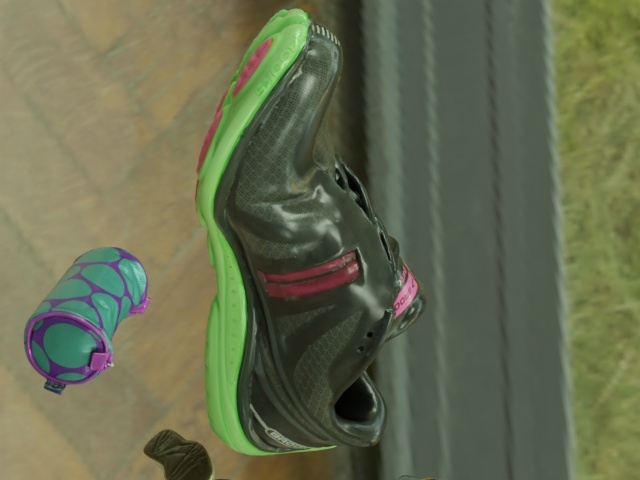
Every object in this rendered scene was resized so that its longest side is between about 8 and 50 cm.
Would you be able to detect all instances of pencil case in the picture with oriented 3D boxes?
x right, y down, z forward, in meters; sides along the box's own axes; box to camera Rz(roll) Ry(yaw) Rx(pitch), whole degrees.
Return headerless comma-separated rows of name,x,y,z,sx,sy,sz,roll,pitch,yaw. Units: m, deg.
pencil case,-0.174,0.056,1.341,0.070,0.064,0.151,32,21,-5

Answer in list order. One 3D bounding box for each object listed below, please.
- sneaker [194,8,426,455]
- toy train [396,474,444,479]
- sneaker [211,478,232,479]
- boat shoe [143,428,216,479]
sneaker,0.000,0.000,1.602,0.185,0.202,0.483,-72,166,-48
toy train,0.167,0.177,0.705,0.334,0.190,0.142,17,82,-22
sneaker,-0.018,0.180,0.950,0.222,0.083,0.118,-4,91,-54
boat shoe,-0.130,0.226,1.760,0.050,0.135,0.045,-42,116,-9
